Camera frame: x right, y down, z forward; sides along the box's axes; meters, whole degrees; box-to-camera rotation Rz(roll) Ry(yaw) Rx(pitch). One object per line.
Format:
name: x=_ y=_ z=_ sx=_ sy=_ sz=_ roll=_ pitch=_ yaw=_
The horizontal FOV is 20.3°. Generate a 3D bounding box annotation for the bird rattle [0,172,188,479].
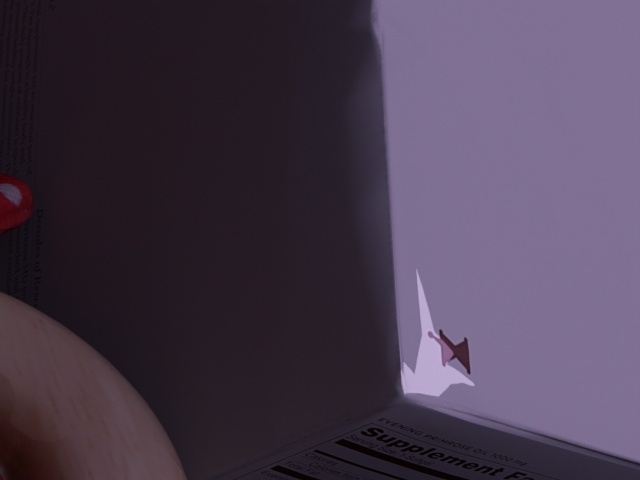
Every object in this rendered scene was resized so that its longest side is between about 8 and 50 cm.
bird rattle: x=-0.121 y=0.058 z=0.358 sx=0.207 sy=0.143 sz=0.253 roll=25 pitch=34 yaw=17

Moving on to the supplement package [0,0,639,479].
supplement package: x=0.000 y=0.000 z=0.485 sx=0.149 sy=0.203 sz=0.194 roll=20 pitch=56 yaw=-37
